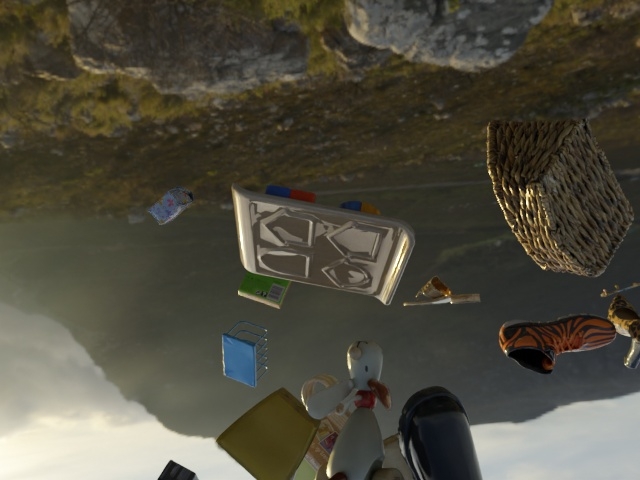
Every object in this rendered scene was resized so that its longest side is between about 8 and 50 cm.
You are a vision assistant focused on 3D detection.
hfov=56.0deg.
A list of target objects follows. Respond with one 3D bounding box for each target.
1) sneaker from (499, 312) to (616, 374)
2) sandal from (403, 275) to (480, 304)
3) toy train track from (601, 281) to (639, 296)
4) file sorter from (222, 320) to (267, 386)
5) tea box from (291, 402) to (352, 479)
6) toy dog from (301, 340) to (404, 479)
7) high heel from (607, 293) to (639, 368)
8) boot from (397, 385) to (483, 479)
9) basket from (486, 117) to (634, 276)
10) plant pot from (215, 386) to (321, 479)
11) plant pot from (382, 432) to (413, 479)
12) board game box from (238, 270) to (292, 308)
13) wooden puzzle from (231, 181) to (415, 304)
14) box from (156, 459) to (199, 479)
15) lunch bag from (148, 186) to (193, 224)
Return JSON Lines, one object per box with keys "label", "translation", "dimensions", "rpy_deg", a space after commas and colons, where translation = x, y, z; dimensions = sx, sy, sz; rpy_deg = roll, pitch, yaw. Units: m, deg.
{"label": "sneaker", "translation": [0.677, 0.303, 1.699], "dimensions": [0.321, 0.124, 0.180], "rpy_deg": [-9, -160, 14]}
{"label": "sandal", "translation": [0.331, 0.135, 1.651], "dimensions": [0.088, 0.079, 0.240], "rpy_deg": [4, 171, -41]}
{"label": "toy train track", "translation": [0.578, 0.092, 1.163], "dimensions": [0.048, 0.014, 0.083], "rpy_deg": [-13, 168, -31]}
{"label": "file sorter", "translation": [-0.239, 0.364, 1.955], "dimensions": [0.118, 0.170, 0.104], "rpy_deg": [16, -147, 22]}
{"label": "tea box", "translation": [0.037, 0.737, 1.899], "dimensions": [0.220, 0.329, 0.323], "rpy_deg": [-22, 140, -39]}
{"label": "toy dog", "translation": [0.054, 0.351, 1.131], "dimensions": [0.220, 0.333, 0.161], "rpy_deg": [-30, 144, 16]}
{"label": "high heel", "translation": [0.912, 0.215, 1.742], "dimensions": [0.093, 0.261, 0.186], "rpy_deg": [5, 135, 7]}
{"label": "boot", "translation": [0.312, 0.500, 1.012], "dimensions": [0.146, 0.366, 0.445], "rpy_deg": [-21, -156, -15]}
{"label": "basket", "translation": [0.438, -0.074, 1.203], "dimensions": [0.299, 0.213, 0.223], "rpy_deg": [46, 162, -32]}
{"label": "plant pot", "translation": [-0.116, 0.511, 1.594], "dimensions": [0.187, 0.212, 0.212], "rpy_deg": [-51, 170, -3]}
{"label": "plant pot", "translation": [0.287, 0.667, 1.631], "dimensions": [0.334, 0.305, 0.334], "rpy_deg": [-25, 165, -7]}
{"label": "board game box", "translation": [-0.126, 0.061, 1.711], "dimensions": [0.124, 0.259, 0.039], "rpy_deg": [18, 149, 8]}
{"label": "wooden puzzle", "translation": [0.000, 0.000, 1.212], "dimensions": [0.348, 0.080, 0.322], "rpy_deg": [15, 151, 4]}
{"label": "box", "translation": [-0.377, 0.692, 1.452], "dimensions": [0.077, 0.242, 0.307], "rpy_deg": [23, 148, 13]}
{"label": "lunch bag", "translation": [-0.315, -0.077, 1.281], "dimensions": [0.071, 0.053, 0.083], "rpy_deg": [-39, 178, 20]}
